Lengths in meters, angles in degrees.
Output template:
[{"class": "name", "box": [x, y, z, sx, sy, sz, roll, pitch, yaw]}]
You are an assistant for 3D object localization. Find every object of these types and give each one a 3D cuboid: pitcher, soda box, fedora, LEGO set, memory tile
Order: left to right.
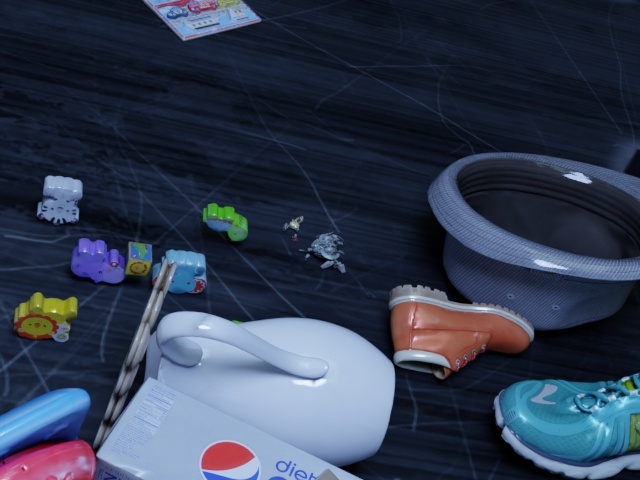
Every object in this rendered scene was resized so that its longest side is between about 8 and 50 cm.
[{"class": "memory tile", "box": [-0.152, 0.094, 0.920, 0.012, 0.148, 0.113, 21, 40, -8]}, {"class": "pitcher", "box": [-0.041, 0.113, 0.926, 0.207, 0.178, 0.125, 13, 67, -8]}, {"class": "soda box", "box": [-0.035, 0.223, 0.871, 0.286, 0.098, 0.091, 25, 43, 4]}, {"class": "LEGO set", "box": [-0.002, 0.000, 1.170, 0.083, 0.023, 0.054, 30, 43, 9]}, {"class": "fedora", "box": [0.240, 0.011, 1.169, 0.275, 0.124, 0.244, 7, 31, -7]}]

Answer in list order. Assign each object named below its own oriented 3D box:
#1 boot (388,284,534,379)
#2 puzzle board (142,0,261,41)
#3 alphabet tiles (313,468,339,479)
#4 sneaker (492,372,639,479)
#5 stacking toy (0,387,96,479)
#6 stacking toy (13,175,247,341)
[{"class": "boot", "box": [0.140, 0.103, 1.108, 0.158, 0.059, 0.084, 12, 60, -16]}, {"class": "puzzle board", "box": [-0.151, -0.298, 1.430, 0.128, 0.011, 0.096, -24, 58, -38]}, {"class": "alphabet tiles", "box": [0.046, 0.296, 0.682, 0.285, 0.011, 0.342, 48, 29, 8]}, {"class": "sneaker", "box": [0.293, 0.157, 1.066, 0.275, 0.110, 0.107, 3, 45, -19]}, {"class": "stacking toy", "box": [-0.169, 0.269, 0.753, 0.166, 0.175, 0.302, -28, 75, -32]}, {"class": "stacking toy", "box": [-0.169, 0.028, 1.059, 0.221, 0.052, 0.167, 9, 45, -16]}]
